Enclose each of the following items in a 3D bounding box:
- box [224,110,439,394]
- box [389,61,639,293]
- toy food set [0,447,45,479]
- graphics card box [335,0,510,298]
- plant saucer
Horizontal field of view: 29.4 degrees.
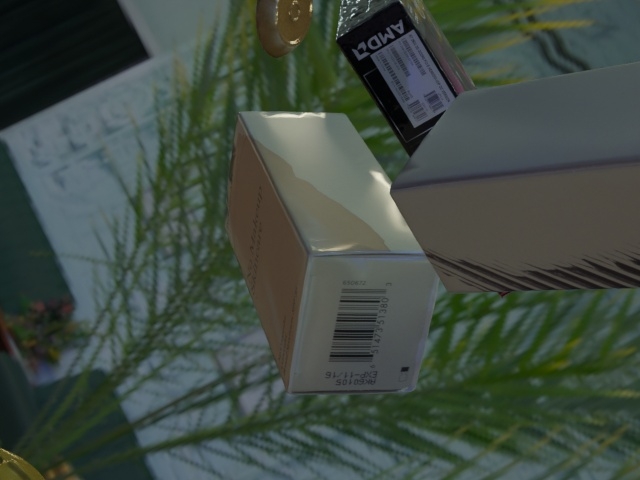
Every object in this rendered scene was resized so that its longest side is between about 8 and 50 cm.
[{"bbox_3d":[0.000,0.000,1.150,0.311,0.121,0.148,-119,-147,-59],"label":"box"},{"bbox_3d":[0.185,-0.039,0.709,0.275,0.113,0.094,-4,-52,45],"label":"box"},{"bbox_3d":[-0.301,0.281,1.089,0.128,0.071,0.218,15,28,-31],"label":"toy food set"},{"bbox_3d":[0.153,-0.139,1.465,0.371,0.094,0.233,55,16,-17],"label":"graphics card box"},{"bbox_3d":[-0.028,-0.200,1.064,0.015,0.083,0.083,13,-36,28],"label":"plant saucer"}]
